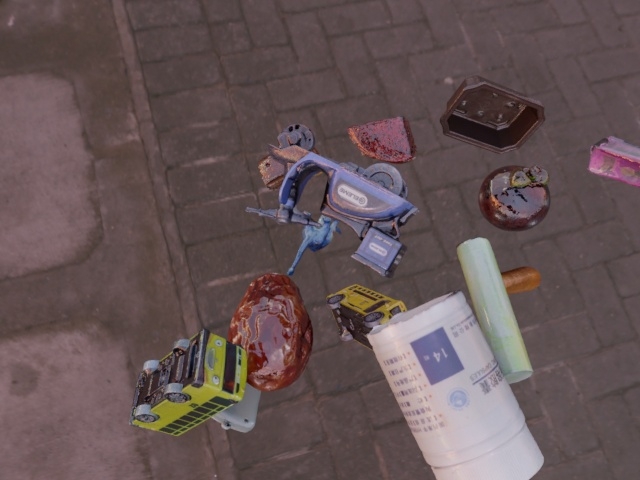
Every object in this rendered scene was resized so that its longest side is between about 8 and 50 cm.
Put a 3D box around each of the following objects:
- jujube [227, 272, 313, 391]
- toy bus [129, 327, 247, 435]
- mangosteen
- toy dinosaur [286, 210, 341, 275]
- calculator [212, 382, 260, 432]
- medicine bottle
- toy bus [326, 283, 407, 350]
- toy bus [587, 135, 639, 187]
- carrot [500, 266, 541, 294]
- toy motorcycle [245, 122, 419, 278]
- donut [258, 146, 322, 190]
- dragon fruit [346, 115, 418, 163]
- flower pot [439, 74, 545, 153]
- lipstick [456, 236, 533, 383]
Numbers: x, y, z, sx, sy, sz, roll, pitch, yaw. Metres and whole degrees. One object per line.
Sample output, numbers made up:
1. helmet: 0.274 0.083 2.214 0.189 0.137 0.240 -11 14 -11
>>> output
1. jujube: -0.113 0.205 1.406 0.197 0.197 0.290 7 42 -7
2. toy bus: -0.265 0.295 1.256 0.150 0.262 0.128 29 43 -31
3. mangosteen: 0.579 -0.133 1.839 0.216 0.216 0.216 3 69 -8
4. toy dinosaur: 0.001 -0.023 1.669 0.076 0.144 0.329 20 28 18
5. calculator: -0.206 0.349 1.475 0.141 0.045 0.246 33 31 -20
6. medicine bottle: 0.233 0.272 1.078 0.190 0.190 0.332 -24 84 -17
7. toy bus: 0.151 0.230 1.798 0.151 0.331 0.145 -27 110 -21
8. toy bus: 0.734 -0.157 1.364 0.112 0.090 0.274 -14 30 -36
9. carrot: 0.484 0.105 1.550 0.225 0.067 0.067 -7 68 -41
10. toy motorcycle: 0.022 -0.084 1.226 0.358 0.125 0.212 29 92 18
11. donut: -0.085 -0.239 1.937 0.186 0.144 0.126 -31 73 15
12. dragon fruit: 0.158 -0.247 1.547 0.161 0.120 0.127 -7 91 15
13. flower pot: 0.432 -0.332 1.574 0.251 0.179 0.084 14 48 -21
14. lipstick: 0.348 0.132 1.246 0.076 0.076 0.304 -3 58 -11
